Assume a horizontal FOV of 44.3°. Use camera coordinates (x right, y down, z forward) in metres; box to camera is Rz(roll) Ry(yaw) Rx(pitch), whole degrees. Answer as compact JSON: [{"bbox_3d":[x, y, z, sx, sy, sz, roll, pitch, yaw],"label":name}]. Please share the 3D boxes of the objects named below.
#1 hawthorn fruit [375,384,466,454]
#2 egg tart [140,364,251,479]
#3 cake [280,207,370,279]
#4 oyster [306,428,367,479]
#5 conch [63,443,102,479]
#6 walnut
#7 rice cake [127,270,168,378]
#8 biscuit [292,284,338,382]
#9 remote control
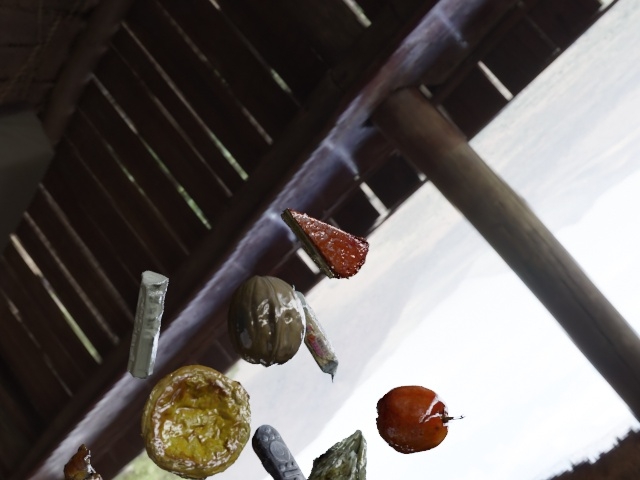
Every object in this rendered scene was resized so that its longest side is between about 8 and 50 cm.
[{"bbox_3d":[0.300,0.532,2.343,0.299,0.211,0.211,-8,-170,33],"label":"hawthorn fruit"},{"bbox_3d":[-0.365,0.540,2.313,0.341,0.341,0.129,-35,168,-26],"label":"egg tart"},{"bbox_3d":[-0.004,0.019,1.855,0.086,0.220,0.117,-23,-133,68],"label":"cake"},{"bbox_3d":[0.030,0.503,1.375,0.158,0.162,0.351,-75,174,-83],"label":"oyster"},{"bbox_3d":[-0.567,0.550,1.856,0.080,0.232,0.086,-13,121,-27],"label":"conch"},{"bbox_3d":[-0.097,0.145,1.404,0.140,0.162,0.140,1,-179,0],"label":"walnut"},{"bbox_3d":[-0.375,0.187,1.698,0.052,0.057,0.256,-102,-156,-63],"label":"rice cake"},{"bbox_3d":[-0.028,0.305,2.605,0.079,0.309,0.186,-29,-164,3],"label":"biscuit"},{"bbox_3d":[-0.086,0.565,1.886,0.090,0.266,0.066,-2,135,-45],"label":"remote control"}]
